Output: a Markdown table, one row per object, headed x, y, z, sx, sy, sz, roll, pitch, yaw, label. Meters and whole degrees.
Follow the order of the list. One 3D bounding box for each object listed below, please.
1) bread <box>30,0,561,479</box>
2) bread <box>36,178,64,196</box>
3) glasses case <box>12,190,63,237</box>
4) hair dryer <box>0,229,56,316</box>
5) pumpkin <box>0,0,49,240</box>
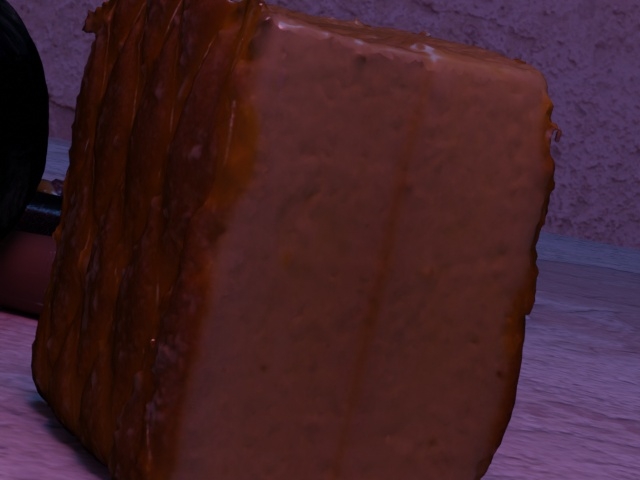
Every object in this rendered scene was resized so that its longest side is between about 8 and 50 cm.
| x | y | z | sx | sy | sz | roll | pitch | yaw | label |
| --- | --- | --- | --- | --- | --- | --- | --- | --- | --- |
| -0.023 | 0.000 | 1.062 | 0.207 | 0.279 | 0.279 | 11 | 4 | -22 | bread |
| -0.195 | -0.028 | 1.981 | 0.225 | 0.081 | 0.134 | 9 | 7 | -19 | bread |
| -0.261 | -0.011 | 1.749 | 0.266 | 0.067 | 0.103 | 11 | 4 | 7 | glasses case |
| -0.186 | 0.036 | 1.521 | 0.117 | 0.064 | 0.181 | 11 | -2 | 18 | hair dryer |
| -0.359 | -0.082 | 1.443 | 0.315 | 0.239 | 0.315 | 3 | 32 | -2 | pumpkin |
